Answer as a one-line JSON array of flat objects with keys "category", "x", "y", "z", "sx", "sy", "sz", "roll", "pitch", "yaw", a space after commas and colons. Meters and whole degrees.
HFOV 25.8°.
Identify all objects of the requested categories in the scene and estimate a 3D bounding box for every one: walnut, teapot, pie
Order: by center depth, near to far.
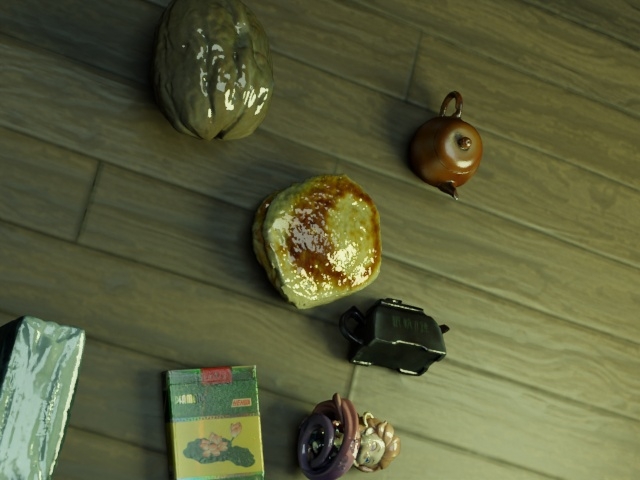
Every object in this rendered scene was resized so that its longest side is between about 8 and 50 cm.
[{"category": "walnut", "x": -0.149, "y": -0.247, "z": 1.927, "sx": 0.178, "sy": 0.178, "sz": 0.231, "roll": -3, "pitch": 78, "yaw": -24}, {"category": "pie", "x": 0.000, "y": 0.000, "z": 1.986, "sx": 0.205, "sy": 0.084, "sz": 0.179, "roll": -14, "pitch": 86, "yaw": -28}, {"category": "teapot", "x": 0.108, "y": 0.128, "z": 2.014, "sx": 0.177, "sy": 0.087, "sz": 0.096, "roll": 12, "pitch": 58, "yaw": -22}, {"category": "teapot", "x": 0.195, "y": -0.140, "z": 2.082, "sx": 0.116, "sy": 0.116, "sz": 0.173, "roll": 9, "pitch": 76, "yaw": -22}]

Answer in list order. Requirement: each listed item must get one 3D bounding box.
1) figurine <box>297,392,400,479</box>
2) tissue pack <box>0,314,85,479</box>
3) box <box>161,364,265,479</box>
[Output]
[{"category": "figurine", "x": 0.037, "y": 0.276, "z": 1.951, "sx": 0.157, "sy": 0.114, "sz": 0.126, "roll": -2, "pitch": 115, "yaw": -52}, {"category": "tissue pack", "x": -0.378, "y": 0.222, "z": 1.657, "sx": 0.103, "sy": 0.315, "sz": 0.228, "roll": 19, "pitch": 72, "yaw": -20}, {"category": "box", "x": -0.142, "y": 0.290, "z": 1.900, "sx": 0.132, "sy": 0.034, "sz": 0.235, "roll": -2, "pitch": 81, "yaw": -23}]
